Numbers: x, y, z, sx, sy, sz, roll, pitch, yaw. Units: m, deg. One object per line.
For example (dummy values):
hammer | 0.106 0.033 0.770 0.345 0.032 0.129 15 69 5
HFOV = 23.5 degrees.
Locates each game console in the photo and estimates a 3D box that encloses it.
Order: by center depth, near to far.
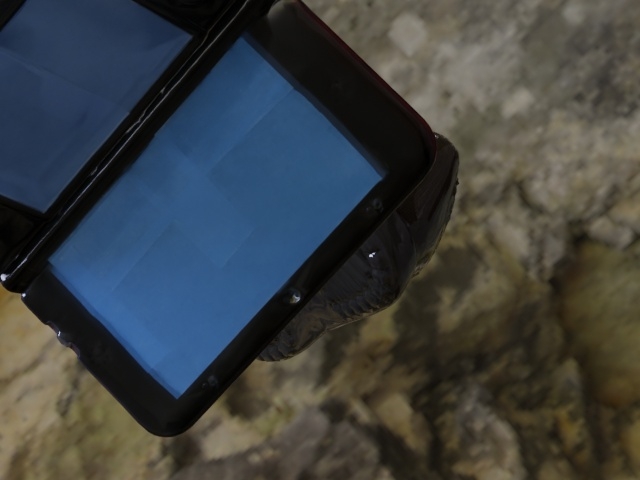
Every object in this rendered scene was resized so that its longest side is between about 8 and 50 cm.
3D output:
game console | -0.060 -0.022 0.484 0.124 0.144 0.085 25 -158 -49

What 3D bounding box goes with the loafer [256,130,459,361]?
loafer | 0.000 0.000 0.688 0.078 0.220 0.080 -39 -78 -24
